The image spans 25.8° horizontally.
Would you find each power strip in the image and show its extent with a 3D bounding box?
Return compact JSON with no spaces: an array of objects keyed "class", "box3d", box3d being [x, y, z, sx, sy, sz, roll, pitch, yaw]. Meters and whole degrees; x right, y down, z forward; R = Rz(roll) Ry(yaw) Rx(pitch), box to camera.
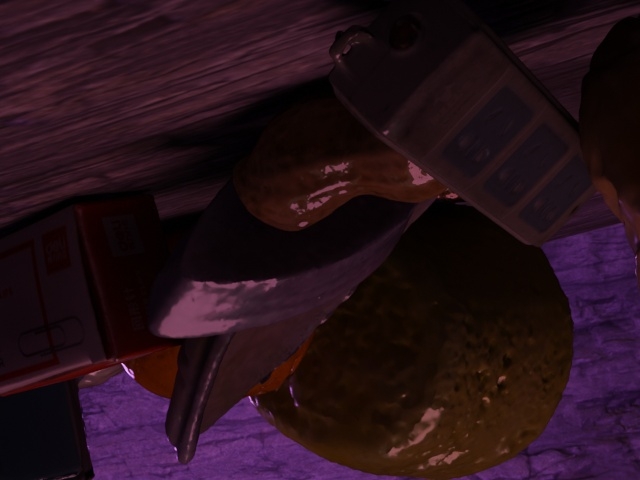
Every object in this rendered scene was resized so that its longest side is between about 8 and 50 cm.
[{"class":"power strip","box3d":[0.093,-0.061,0.772,0.078,0.052,0.272,-47,150,9]}]

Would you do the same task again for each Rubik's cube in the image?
[{"class":"Rubik's cube","box3d":[-0.351,0.148,1.353,0.225,0.231,0.221,-11,173,-8]}]

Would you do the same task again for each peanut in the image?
[{"class":"peanut","box3d":[0.028,-0.059,0.883,0.193,0.089,0.089,-15,174,28]}]

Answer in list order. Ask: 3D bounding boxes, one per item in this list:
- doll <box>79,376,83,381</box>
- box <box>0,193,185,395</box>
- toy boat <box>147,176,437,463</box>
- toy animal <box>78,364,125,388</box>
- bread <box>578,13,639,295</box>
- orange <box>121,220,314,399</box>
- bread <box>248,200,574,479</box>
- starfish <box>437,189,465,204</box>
[{"class":"doll","box3d":[-0.402,0.147,1.681,0.314,0.141,0.177,-5,177,-36]},{"class":"box","box3d":[-0.208,0.047,1.151,0.182,0.133,0.099,-17,175,43]},{"class":"toy boat","box3d":[-0.021,0.021,1.066,0.276,0.111,0.293,-37,165,-19]},{"class":"toy animal","box3d":[-0.362,0.187,1.982,0.308,0.188,0.266,-10,171,-45]},{"class":"bread","box3d":[0.329,-0.088,0.718,0.389,0.236,0.183,-7,163,38]},{"class":"orange","box3d":[-0.106,0.070,1.406,0.219,0.193,0.219,-25,164,-8]},{"class":"bread","box3d":[0.095,0.114,1.633,0.348,0.348,0.308,-16,167,28]},{"class":"starfish","box3d":[0.253,-0.069,1.495,0.302,0.060,0.299,-15,177,25]}]
